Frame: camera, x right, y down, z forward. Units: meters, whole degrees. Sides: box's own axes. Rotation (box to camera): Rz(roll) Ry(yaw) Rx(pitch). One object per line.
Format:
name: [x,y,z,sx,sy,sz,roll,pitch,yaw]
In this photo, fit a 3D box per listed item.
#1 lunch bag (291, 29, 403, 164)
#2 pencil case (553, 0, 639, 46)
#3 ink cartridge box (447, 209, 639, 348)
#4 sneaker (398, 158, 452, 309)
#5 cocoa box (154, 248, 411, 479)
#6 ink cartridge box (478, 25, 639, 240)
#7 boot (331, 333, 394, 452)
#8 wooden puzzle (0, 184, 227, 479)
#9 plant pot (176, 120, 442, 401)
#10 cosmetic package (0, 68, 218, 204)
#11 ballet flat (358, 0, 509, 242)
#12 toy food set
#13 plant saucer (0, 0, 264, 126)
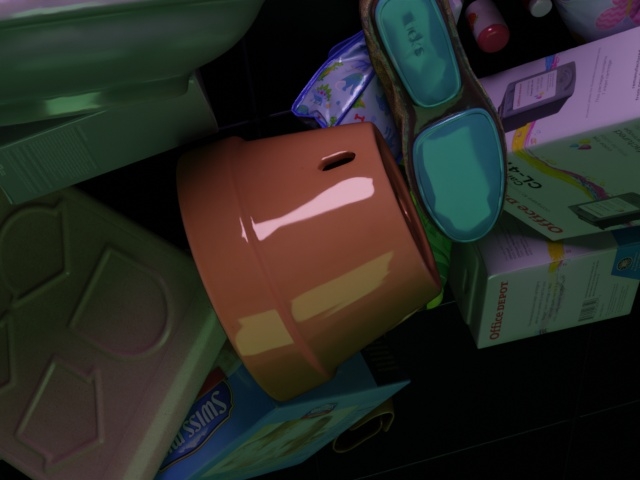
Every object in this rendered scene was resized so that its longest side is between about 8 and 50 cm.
lunch bag: [0.058,-0.166,1.392,0.151,0.096,0.129,-53,139,-4]
pencil case: [0.350,-0.262,1.378,0.124,0.113,0.273,-45,139,5]
ink cartridge box: [0.303,0.015,1.654,0.233,0.168,0.171,-12,142,-9]
sneaker: [0.107,-0.044,1.566,0.109,0.123,0.295,6,134,26]
cocoa box: [-0.092,0.163,1.531,0.231,0.228,0.347,-40,161,24]
ink cartridge box: [0.333,-0.116,1.405,0.226,0.131,0.306,29,153,-32]
boot: [0.072,0.150,1.690,0.104,0.211,0.295,4,137,-28]
wooden puzzle: [-0.294,0.105,1.373,0.322,0.348,0.080,-62,171,10]
plant pot: [0.000,0.000,1.279,0.203,0.291,0.291,-23,143,9]
cosmetic package: [-0.239,-0.146,1.261,0.238,0.127,0.107,-17,145,0]
ballet flat: [0.126,-0.158,1.329,0.123,0.123,0.348,-21,124,3]
toy food set: [0.182,-0.268,1.304,0.111,0.104,0.232,-5,141,-17]
plant saucer: [-0.230,-0.162,1.057,0.400,0.400,0.100,-10,100,-12]
